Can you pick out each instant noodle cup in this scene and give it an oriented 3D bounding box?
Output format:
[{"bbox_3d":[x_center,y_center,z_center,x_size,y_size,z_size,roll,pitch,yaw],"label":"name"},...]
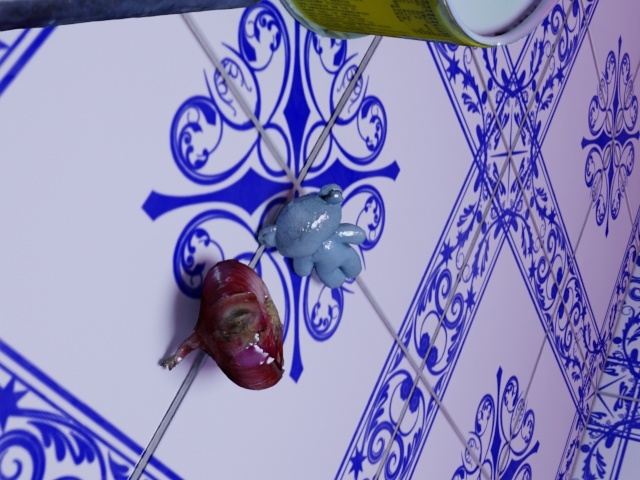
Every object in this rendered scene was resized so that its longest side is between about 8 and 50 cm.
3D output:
[{"bbox_3d":[0.126,-0.367,0.946,0.325,0.254,0.326,-20,124,-33],"label":"instant noodle cup"}]

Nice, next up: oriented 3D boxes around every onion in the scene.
[{"bbox_3d":[-0.112,0.105,0.916,0.150,0.140,0.150,-22,90,-90],"label":"onion"}]

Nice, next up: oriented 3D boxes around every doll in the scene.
[{"bbox_3d":[-0.002,-0.004,1.070,0.120,0.075,0.180,-35,148,3],"label":"doll"}]

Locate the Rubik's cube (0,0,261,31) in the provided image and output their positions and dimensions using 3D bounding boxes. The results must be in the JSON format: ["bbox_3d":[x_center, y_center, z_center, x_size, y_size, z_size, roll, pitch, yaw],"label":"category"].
[{"bbox_3d":[-0.217,-0.292,0.454,0.307,0.305,0.310,-28,128,-57],"label":"Rubik's cube"}]
